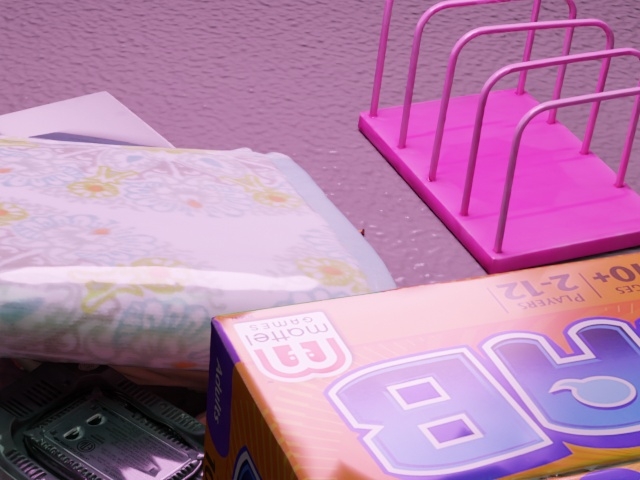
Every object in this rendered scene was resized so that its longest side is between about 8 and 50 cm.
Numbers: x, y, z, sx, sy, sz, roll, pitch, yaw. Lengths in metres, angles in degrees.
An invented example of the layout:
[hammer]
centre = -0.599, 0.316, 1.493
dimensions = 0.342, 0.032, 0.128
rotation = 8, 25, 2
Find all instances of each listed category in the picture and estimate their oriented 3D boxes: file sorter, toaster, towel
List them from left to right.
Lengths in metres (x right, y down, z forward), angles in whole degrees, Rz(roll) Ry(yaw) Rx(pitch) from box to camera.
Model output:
[toaster]
centre = -0.142, 0.192, 1.209
dimensions = 0.227, 0.146, 0.129
rotation = 26, 39, 29
[towel]
centre = -0.133, 0.009, 1.356
dimensions = 0.320, 0.090, 0.374
rotation = 2, 19, -17
[file sorter]
centre = 0.198, -0.134, 1.726
dimensions = 0.202, 0.182, 0.290
rotation = -10, 36, -23

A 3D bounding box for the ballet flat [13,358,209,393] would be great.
[ballet flat]
centre = -0.129, 0.089, 1.426
dimensions = 0.248, 0.086, 0.086
rotation = 2, 33, -4

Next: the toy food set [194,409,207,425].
[toy food set]
centre = 0.080, 0.149, 1.313
dimensions = 0.220, 0.092, 0.306
rotation = -24, 29, -38

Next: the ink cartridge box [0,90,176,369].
[ink cartridge box]
centre = -0.231, -0.021, 1.593
dimensions = 0.261, 0.066, 0.296
rotation = -19, 41, -34

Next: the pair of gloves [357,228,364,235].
[pair of gloves]
centre = 0.000, 0.000, 1.647
dimensions = 0.074, 0.010, 0.083
rotation = 11, 33, 8

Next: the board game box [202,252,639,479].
[board game box]
centre = 0.150, 0.257, 0.964
dimensions = 0.356, 0.356, 0.356
rotation = -8, 35, -20
